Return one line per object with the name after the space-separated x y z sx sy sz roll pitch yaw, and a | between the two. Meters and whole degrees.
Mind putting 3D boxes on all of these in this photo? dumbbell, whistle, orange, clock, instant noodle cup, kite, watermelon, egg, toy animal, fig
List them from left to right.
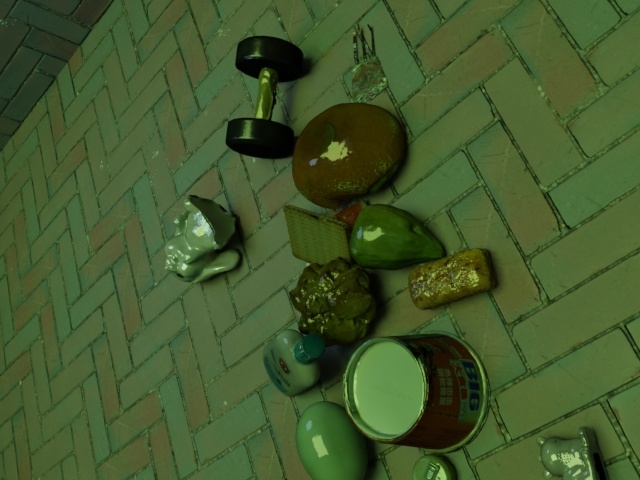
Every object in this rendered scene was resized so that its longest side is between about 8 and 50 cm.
-0.382 -0.001 2.215 0.289 0.174 0.249 -23 78 35 | toy animal
-0.166 -0.422 2.084 0.203 0.203 0.323 1 81 42 | dumbbell
0.029 0.511 1.729 0.168 0.168 0.231 -39 63 29 | egg
0.052 -0.244 1.871 0.334 0.196 0.263 -11 52 45 | orange
0.070 -0.058 1.868 0.125 0.094 0.135 35 93 47 | watermelon
0.131 -0.500 1.964 0.127 0.016 0.229 -13 75 37 | kite
0.169 -0.005 1.720 0.233 0.167 0.167 10 87 49 | fig
0.204 0.338 1.577 0.296 0.214 0.296 -11 73 40 | instant noodle cup
0.239 0.583 1.597 0.104 0.057 0.198 29 100 37 | whistle
0.497 0.466 1.375 0.117 0.080 0.176 -27 63 35 | clock

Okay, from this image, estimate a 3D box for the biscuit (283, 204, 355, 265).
0.000 0.000 1.905 0.254 0.029 0.172 21 130 44 | biscuit

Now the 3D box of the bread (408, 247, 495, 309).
0.304 0.091 1.633 0.211 0.083 0.114 -25 61 34 | bread

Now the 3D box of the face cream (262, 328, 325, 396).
-0.064 0.309 1.804 0.163 0.080 0.337 59 155 9 | face cream

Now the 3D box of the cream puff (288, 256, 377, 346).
0.032 0.163 1.796 0.244 0.196 0.244 171 90 -71 | cream puff
